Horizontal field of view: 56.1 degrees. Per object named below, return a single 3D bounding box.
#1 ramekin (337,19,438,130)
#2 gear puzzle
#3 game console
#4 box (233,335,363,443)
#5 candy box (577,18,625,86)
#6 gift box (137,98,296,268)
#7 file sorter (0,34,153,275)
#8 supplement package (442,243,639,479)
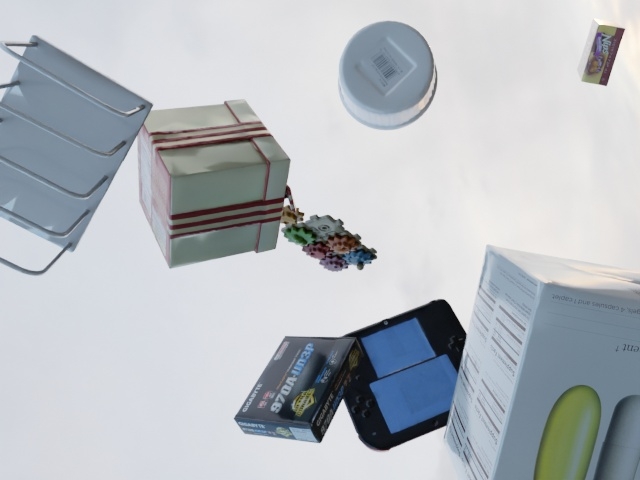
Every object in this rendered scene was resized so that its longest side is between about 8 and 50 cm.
[{"bbox_3d":[0.177,-0.445,1.604,0.135,0.277,0.277,17,-113,-82],"label":"ramekin"},{"bbox_3d":[0.000,0.000,1.544,0.339,0.175,0.044,38,-132,-42],"label":"gear puzzle"},{"bbox_3d":[0.237,0.353,1.614,0.060,0.386,0.342,83,166,-58],"label":"game console"},{"bbox_3d":[-0.037,0.275,1.144,0.220,0.175,0.051,-55,-49,-44],"label":"box"},{"bbox_3d":[0.560,-0.381,1.207,0.187,0.053,0.109,-50,-28,-61],"label":"candy box"},{"bbox_3d":[-0.209,-0.109,1.189,0.258,0.276,0.255,-13,-129,-26],"label":"gift box"},{"bbox_3d":[-0.402,-0.121,0.859,0.192,0.278,0.173,29,-169,-14],"label":"file sorter"},{"bbox_3d":[0.228,0.129,0.502,0.149,0.194,0.203,-85,5,-80],"label":"supplement package"}]
